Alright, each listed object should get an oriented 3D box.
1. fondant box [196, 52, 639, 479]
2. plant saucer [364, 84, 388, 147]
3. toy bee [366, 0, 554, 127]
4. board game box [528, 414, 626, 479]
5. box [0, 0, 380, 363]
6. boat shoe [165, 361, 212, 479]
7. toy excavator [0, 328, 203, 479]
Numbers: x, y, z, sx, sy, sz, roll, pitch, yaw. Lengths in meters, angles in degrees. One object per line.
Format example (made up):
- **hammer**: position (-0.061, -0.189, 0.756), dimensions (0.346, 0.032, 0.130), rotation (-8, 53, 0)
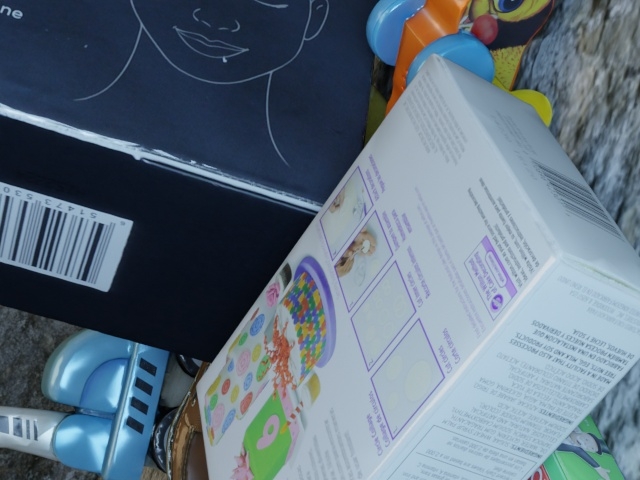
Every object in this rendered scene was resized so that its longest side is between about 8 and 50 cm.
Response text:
- **fondant box**: position (0.046, 0.077, 0.735), dimensions (0.330, 0.096, 0.238), rotation (-53, 29, 24)
- **plant saucer**: position (0.000, 0.000, 1.251), dimensions (0.332, 0.081, 0.333), rotation (-157, 83, -76)
- **toy bee**: position (0.129, -0.159, 0.878), dimensions (0.298, 0.162, 0.195), rotation (104, 146, -66)
- **board game box**: position (0.126, 0.248, 0.628), dimensions (0.317, 0.046, 0.214), rotation (-103, 33, -61)
- **box**: position (-0.206, -0.190, 1.073), dimensions (0.297, 0.479, 0.472), rotation (122, 162, -51)
- **boat shoe**: position (-0.122, 0.213, 1.434), dimensions (0.104, 0.110, 0.307), rotation (159, 124, -73)
- **toy excavator**: position (-0.373, 0.261, 1.650), dimensions (0.222, 0.445, 0.433), rotation (161, 123, -73)
